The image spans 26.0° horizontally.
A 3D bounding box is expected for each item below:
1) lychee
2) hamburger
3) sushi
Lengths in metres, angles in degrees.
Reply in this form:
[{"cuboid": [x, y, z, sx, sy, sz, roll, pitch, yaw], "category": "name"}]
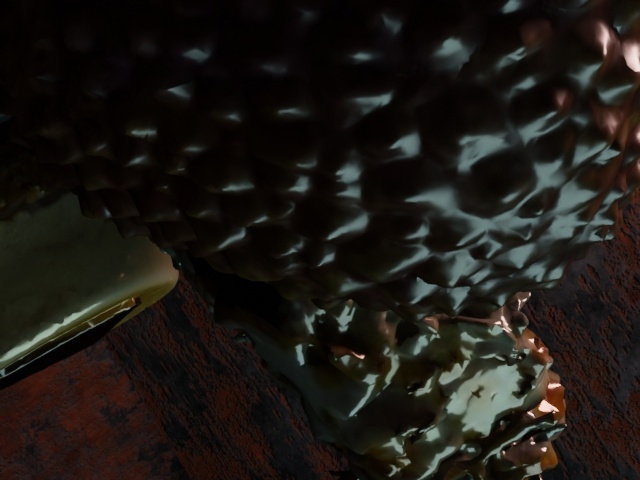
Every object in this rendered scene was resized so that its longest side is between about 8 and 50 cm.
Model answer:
[{"cuboid": [0.002, -0.084, 0.540, 0.271, 0.271, 0.271, -32, -178, 1], "category": "lychee"}, {"cuboid": [-0.258, 0.023, 1.109, 0.302, 0.170, 0.302, -30, 177, -2], "category": "hamburger"}, {"cuboid": [0.001, 0.002, 0.855, 0.176, 0.417, 0.417, -39, -177, -8], "category": "sushi"}]
